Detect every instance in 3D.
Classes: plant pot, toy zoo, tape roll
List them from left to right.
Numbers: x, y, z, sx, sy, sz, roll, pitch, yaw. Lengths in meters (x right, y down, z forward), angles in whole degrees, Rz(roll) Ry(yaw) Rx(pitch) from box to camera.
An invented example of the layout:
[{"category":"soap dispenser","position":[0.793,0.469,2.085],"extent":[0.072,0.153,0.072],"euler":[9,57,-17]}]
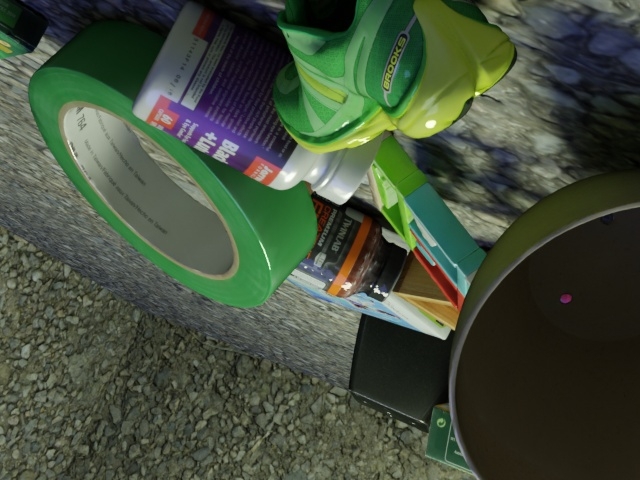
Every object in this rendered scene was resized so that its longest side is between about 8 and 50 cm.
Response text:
[{"category":"tape roll","position":[-0.150,-0.071,1.192],"extent":[0.321,0.077,0.321],"euler":[34,156,18]},{"category":"plant pot","position":[0.136,0.185,1.789],"extent":[0.188,0.167,0.187],"euler":[23,168,13]},{"category":"toy zoo","position":[0.139,0.039,1.104],"extent":[0.293,0.030,0.192],"euler":[53,176,16]},{"category":"plant pot","position":[0.231,0.060,0.881],"extent":[0.284,0.284,0.191],"euler":[27,-156,-11]}]

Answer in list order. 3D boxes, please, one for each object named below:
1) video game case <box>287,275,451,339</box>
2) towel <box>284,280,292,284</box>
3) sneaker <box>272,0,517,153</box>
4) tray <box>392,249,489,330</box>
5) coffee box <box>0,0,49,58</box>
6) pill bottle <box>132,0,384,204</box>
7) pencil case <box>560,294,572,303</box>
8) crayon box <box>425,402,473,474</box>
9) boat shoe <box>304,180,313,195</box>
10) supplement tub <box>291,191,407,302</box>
[{"category":"video game case","position":[0.021,0.036,1.623],"extent":[0.269,0.061,0.244],"euler":[15,164,41]},{"category":"towel","position":[-0.089,0.037,1.944],"extent":[0.148,0.027,0.110],"euler":[22,168,14]},{"category":"sneaker","position":[0.031,-0.133,0.794],"extent":[0.123,0.109,0.295],"euler":[54,165,-11]},{"category":"tray","position":[0.301,0.129,1.424],"extent":[0.411,0.076,0.203],"euler":[31,167,-31]},{"category":"coffee box","position":[-0.373,-0.238,1.258],"extent":[0.113,0.040,0.184],"euler":[32,166,-30]},{"category":"pill bottle","position":[-0.049,-0.108,0.988],"extent":[0.193,0.108,0.108],"euler":[27,169,-11]},{"category":"pencil case","position":[0.284,0.055,1.061],"extent":[0.236,0.104,0.104],"euler":[17,166,37]},{"category":"crayon box","position":[0.330,0.290,1.743],"extent":[0.203,0.083,0.323],"euler":[16,-168,39]},{"category":"boat shoe","position":[-0.070,-0.081,1.278],"extent":[0.064,0.060,0.178],"euler":[16,165,39]},{"category":"supplement tub","position":[0.000,0.000,1.391],"extent":[0.198,0.106,0.106],"euler":[25,169,-4]}]
